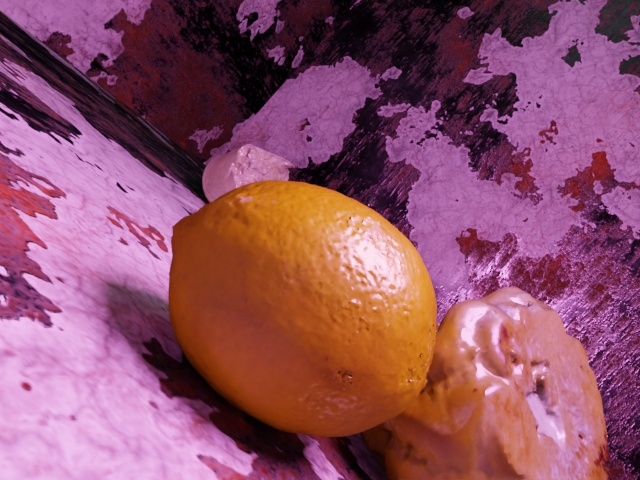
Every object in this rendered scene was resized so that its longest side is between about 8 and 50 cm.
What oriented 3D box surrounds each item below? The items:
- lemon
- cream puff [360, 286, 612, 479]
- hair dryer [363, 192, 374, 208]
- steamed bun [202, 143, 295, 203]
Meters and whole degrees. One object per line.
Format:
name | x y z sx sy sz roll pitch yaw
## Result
lemon | -0.013 0.065 0.497 0.263 0.236 0.236 9 15 -23
cream puff | 0.192 0.223 0.667 0.324 0.257 0.291 -7 80 -45
hair dryer | 0.000 0.000 1.216 0.304 0.359 0.120 33 -24 16
steamed bun | -0.241 -0.139 1.713 0.290 0.274 0.272 36 48 -54
